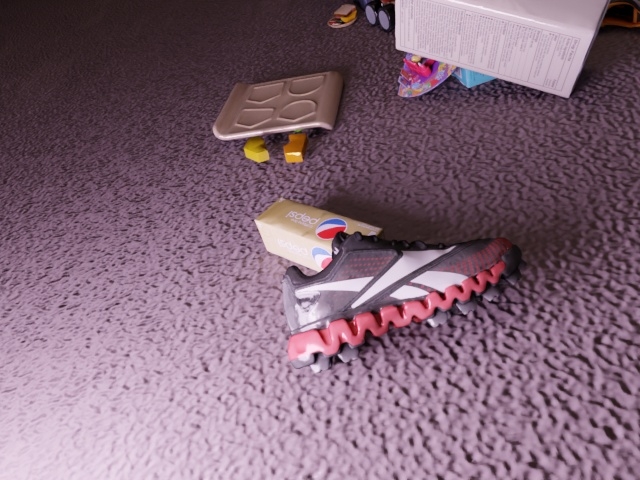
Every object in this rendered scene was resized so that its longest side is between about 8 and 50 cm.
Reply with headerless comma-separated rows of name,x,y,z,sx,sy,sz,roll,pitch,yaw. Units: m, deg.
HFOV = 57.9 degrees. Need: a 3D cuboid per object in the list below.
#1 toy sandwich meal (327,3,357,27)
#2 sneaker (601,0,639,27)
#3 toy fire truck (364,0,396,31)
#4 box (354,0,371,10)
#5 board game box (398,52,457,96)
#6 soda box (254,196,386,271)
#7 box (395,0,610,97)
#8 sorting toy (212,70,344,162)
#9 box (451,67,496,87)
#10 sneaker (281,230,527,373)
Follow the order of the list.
toy sandwich meal,0.056,-0.560,1.444,0.085,0.029,0.086,-11,39,9
sneaker,0.599,-0.421,1.040,0.214,0.084,0.083,8,58,33
toy fire truck,0.193,-0.604,1.270,0.158,0.247,0.217,-27,39,-12
box,0.135,-0.819,1.433,0.211,0.396,0.294,-19,38,-3
board game box,0.195,-0.342,1.061,0.133,0.033,0.169,-16,49,42
soda box,0.000,0.000,0.762,0.181,0.061,0.058,19,52,37
box,0.287,-0.362,0.942,0.311,0.148,0.121,23,68,16
sorting toy,-0.081,-0.228,1.094,0.228,0.041,0.307,-2,41,12
box,0.360,-0.364,1.066,0.244,0.060,0.101,-20,38,-3
sneaker,0.081,0.037,0.623,0.275,0.098,0.135,-21,79,-3
